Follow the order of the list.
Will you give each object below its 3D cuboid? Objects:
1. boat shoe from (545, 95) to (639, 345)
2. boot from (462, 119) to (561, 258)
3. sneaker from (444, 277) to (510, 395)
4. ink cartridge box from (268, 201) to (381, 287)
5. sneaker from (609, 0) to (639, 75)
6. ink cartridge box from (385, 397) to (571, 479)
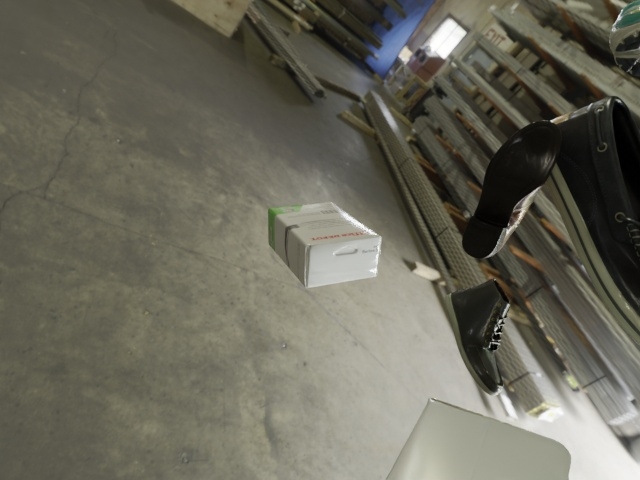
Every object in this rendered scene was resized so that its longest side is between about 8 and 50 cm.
[{"bbox_3d":[0.515,-0.014,0.671,0.186,0.156,0.501,0,65,-35],"label":"boat shoe"},{"bbox_3d":[0.391,-0.093,0.830,0.096,0.264,0.280,25,20,28],"label":"boot"},{"bbox_3d":[0.340,0.187,0.849,0.083,0.118,0.222,23,44,-45],"label":"sneaker"},{"bbox_3d":[0.000,0.000,1.082,0.198,0.115,0.273,-7,25,-23],"label":"ink cartridge box"},{"bbox_3d":[0.537,-0.305,0.540,0.107,0.275,0.110,47,53,-47],"label":"sneaker"},{"bbox_3d":[0.135,0.419,0.447,0.160,0.385,0.279,11,23,29],"label":"ink cartridge box"}]
